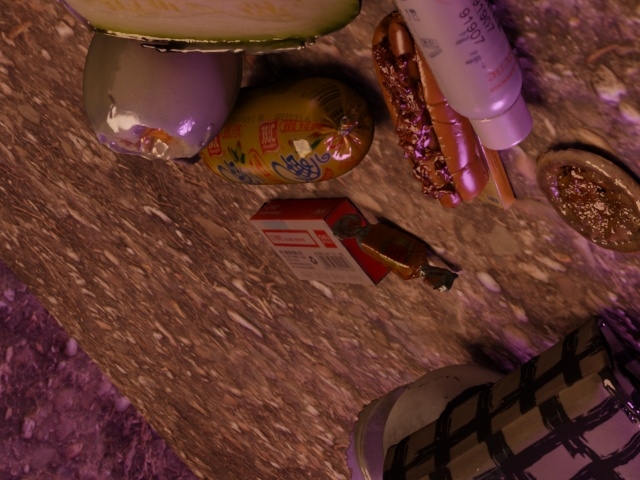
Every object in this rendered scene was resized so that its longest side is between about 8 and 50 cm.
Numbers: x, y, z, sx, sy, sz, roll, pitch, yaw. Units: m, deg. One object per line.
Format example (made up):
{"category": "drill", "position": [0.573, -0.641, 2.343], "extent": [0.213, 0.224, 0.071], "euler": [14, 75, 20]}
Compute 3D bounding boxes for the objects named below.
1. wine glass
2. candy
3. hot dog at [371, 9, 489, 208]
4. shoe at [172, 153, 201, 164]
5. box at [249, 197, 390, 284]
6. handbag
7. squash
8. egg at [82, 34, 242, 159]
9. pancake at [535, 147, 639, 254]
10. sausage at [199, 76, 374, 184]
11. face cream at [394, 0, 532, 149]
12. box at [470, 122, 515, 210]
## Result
{"category": "wine glass", "position": [0.179, 0.282, 2.252], "extent": [0.238, 0.238, 0.323], "euler": [43, 166, -3]}
{"category": "candy", "position": [0.097, 0.017, 2.120], "extent": [0.182, 0.053, 0.046], "euler": [30, 158, 24]}
{"category": "hot dog", "position": [0.105, -0.135, 1.725], "extent": [0.102, 0.076, 0.249], "euler": [27, 146, 44]}
{"category": "shoe", "position": [-0.212, -0.180, 2.240], "extent": [0.138, 0.095, 0.245], "euler": [36, 163, 6]}
{"category": "box", "position": [0.000, 0.000, 2.269], "extent": [0.123, 0.050, 0.229], "euler": [51, 159, -19]}
{"category": "handbag", "position": [0.294, 0.294, 1.968], "extent": [0.327, 0.325, 0.162], "euler": [47, -156, -19]}
{"category": "squash", "position": [-0.115, -0.265, 1.718], "extent": [0.309, 0.210, 0.233], "euler": [36, 173, 30]}
{"category": "egg", "position": [-0.182, -0.207, 1.953], "extent": [0.183, 0.217, 0.183], "euler": [6, 166, 1]}
{"category": "pancake", "position": [0.281, -0.040, 1.704], "extent": [0.152, 0.025, 0.151], "euler": [35, 160, 15]}
{"category": "sausage", "position": [-0.046, -0.127, 1.986], "extent": [0.123, 0.123, 0.347], "euler": [50, 159, -20]}
{"category": "face cream", "position": [0.131, -0.195, 1.587], "extent": [0.082, 0.082, 0.269], "euler": [20, 151, 46]}
{"category": "box", "position": [0.161, -0.096, 1.818], "extent": [0.073, 0.020, 0.149], "euler": [26, 155, 39]}
